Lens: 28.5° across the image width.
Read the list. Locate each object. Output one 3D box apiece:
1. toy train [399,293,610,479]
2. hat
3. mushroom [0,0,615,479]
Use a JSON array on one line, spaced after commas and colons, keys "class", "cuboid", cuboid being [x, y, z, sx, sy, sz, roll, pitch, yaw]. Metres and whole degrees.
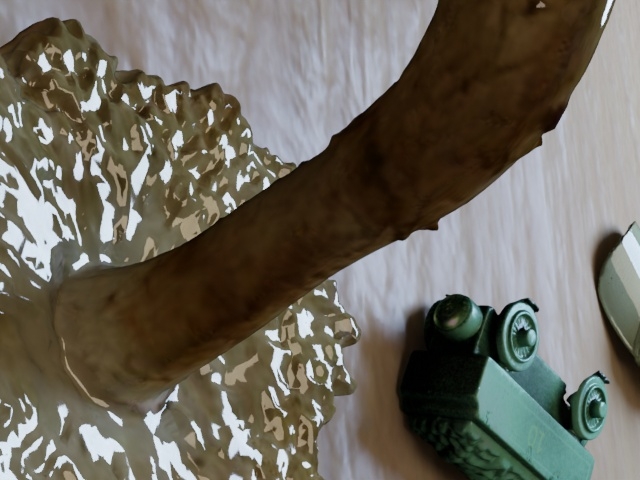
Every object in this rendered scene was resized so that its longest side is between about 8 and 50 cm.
[{"class": "toy train", "cuboid": [0.110, 0.099, 0.741, 0.172, 0.070, 0.099, 42, 59, -41]}, {"class": "hat", "cuboid": [0.281, 0.059, 0.994, 0.122, 0.081, 0.166, -37, 102, -55]}, {"class": "mushroom", "cuboid": [-0.034, 0.005, 0.384, 0.208, 0.302, 0.233, -4, 68, -23]}]
